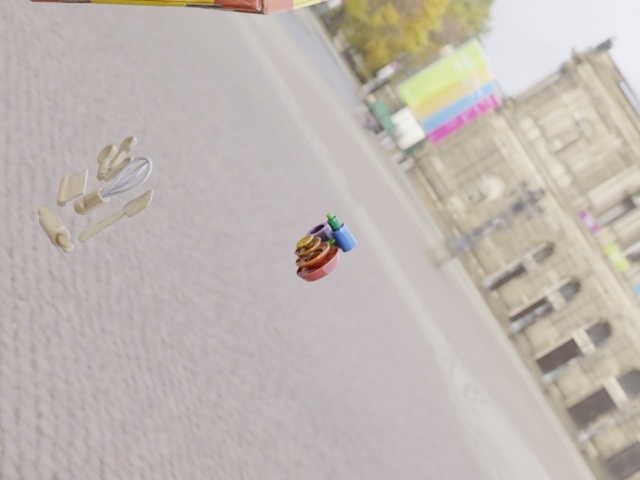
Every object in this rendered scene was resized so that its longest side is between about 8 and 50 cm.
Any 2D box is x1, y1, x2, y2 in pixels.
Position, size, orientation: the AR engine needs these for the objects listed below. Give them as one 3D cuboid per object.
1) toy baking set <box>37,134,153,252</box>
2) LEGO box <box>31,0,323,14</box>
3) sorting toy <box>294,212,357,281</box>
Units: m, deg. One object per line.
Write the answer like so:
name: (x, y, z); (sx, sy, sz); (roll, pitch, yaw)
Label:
toy baking set: (-0.334, -0.069, 1.783); (0.030, 0.197, 0.256); (43, 3, -33)
LEGO box: (-0.185, -0.542, 1.470); (0.193, 0.372, 0.500); (-31, 124, -55)
sorting toy: (0.000, 0.000, 1.203); (0.042, 0.061, 0.102); (58, 17, -17)
